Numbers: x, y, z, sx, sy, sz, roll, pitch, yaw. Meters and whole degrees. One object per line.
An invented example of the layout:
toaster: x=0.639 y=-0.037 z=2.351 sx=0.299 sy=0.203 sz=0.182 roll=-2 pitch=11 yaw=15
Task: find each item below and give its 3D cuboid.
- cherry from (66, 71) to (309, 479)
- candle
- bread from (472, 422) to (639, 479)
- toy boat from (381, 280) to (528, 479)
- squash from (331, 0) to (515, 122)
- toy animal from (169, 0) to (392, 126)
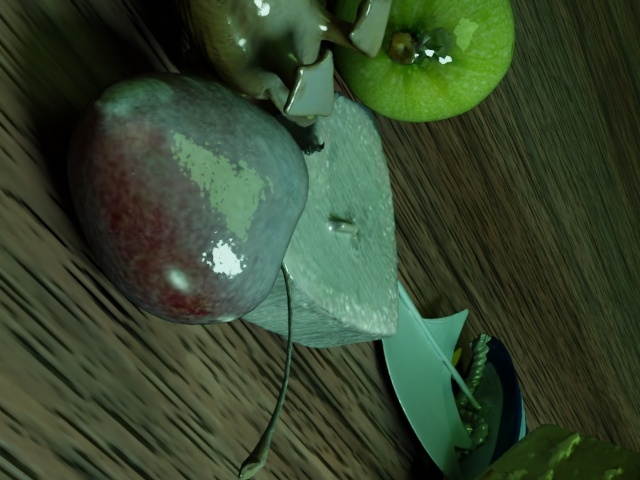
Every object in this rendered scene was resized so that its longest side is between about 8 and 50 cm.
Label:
cherry: x=-0.073 y=0.001 z=0.548 sx=0.148 sy=0.115 sz=0.188 roll=76 pitch=25 yaw=-59
candle: x=0.000 y=0.000 z=0.741 sx=0.169 sy=0.068 sz=0.192 roll=67 pitch=31 yaw=-22
bread: x=0.224 y=0.279 z=0.813 sx=0.236 sy=0.263 sz=0.198 roll=-39 pitch=119 yaw=-25
toy boat: x=0.104 y=0.114 z=0.934 sx=0.291 sy=0.067 sz=0.220 roll=59 pitch=36 yaw=-34
squash: x=0.072 y=-0.147 z=0.761 sx=0.247 sy=0.132 sz=0.133 roll=-92 pitch=167 yaw=-74
toy animal: x=-0.051 y=-0.131 z=0.625 sx=0.089 sy=0.179 sz=0.188 roll=-51 pitch=160 yaw=-13
